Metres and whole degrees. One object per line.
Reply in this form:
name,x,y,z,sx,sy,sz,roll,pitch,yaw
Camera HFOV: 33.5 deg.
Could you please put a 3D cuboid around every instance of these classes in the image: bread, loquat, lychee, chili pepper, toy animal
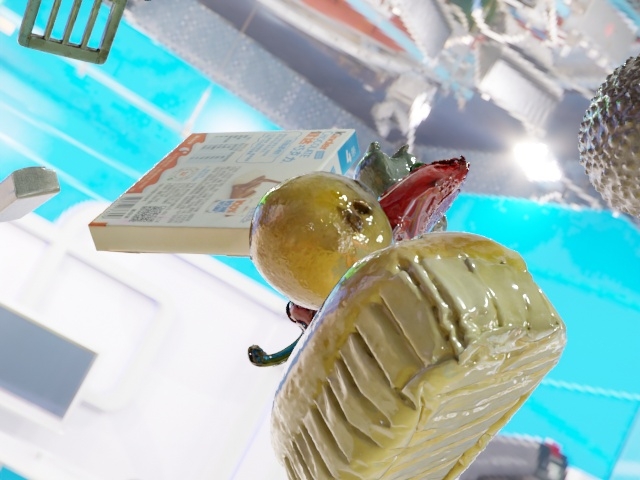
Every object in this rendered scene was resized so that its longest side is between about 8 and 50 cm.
bread,0.051,0.087,0.662,0.106,0.140,0.236,60,-37,28
loquat,0.000,0.000,1.102,0.163,0.137,0.163,9,-32,6
lychee,0.551,-0.160,1.692,0.300,0.300,0.300,27,-9,4
chili pepper,0.056,0.034,1.383,0.110,0.387,0.110,39,2,-2
toy animal,0.155,-0.048,1.822,0.127,0.125,0.251,94,-28,-60

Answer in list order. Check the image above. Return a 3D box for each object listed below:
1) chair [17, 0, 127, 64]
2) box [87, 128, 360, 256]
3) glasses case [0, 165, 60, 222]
chair,-0.295,-0.350,1.402,0.136,0.270,0.147,11,22,-30
box,-0.118,-0.067,1.376,0.265,0.273,0.048,2,-59,28
glasses case,-0.469,-0.068,1.633,0.071,0.047,0.205,-12,-4,-33
